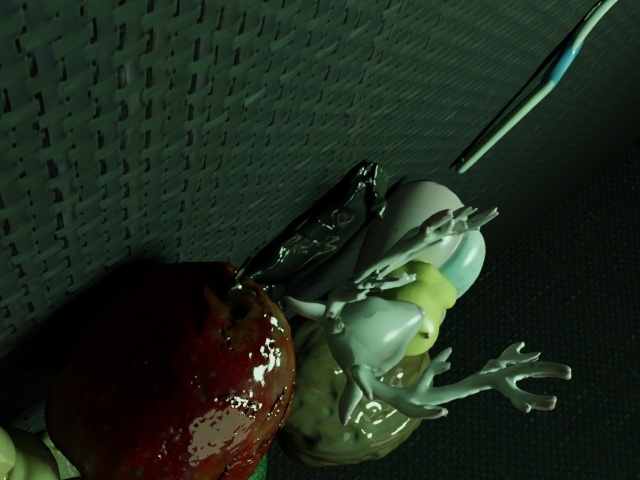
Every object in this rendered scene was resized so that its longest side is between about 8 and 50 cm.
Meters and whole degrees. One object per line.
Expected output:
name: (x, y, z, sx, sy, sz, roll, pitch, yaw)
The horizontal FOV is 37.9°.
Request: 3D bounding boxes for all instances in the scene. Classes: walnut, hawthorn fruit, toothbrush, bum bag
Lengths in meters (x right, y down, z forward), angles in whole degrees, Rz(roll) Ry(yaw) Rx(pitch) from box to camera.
walnut: (0.041, 0.206, 1.353, 0.273, 0.273, 0.227, -40, -161, -7)
hawthorn fruit: (-0.092, 0.094, 0.689, 0.235, 0.181, 0.181, -50, 165, 29)
toothbrush: (0.287, -0.213, 1.141, 0.386, 0.040, 0.040, -46, 168, 34)
bum bag: (0.000, 0.000, 0.935, 0.198, 0.049, 0.087, -41, 163, -2)

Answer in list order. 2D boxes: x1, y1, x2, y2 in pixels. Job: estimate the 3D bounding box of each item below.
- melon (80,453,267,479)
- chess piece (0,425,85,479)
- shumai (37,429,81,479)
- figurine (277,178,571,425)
melon: (-0.174, 0.277, 1.044, 0.288, 0.182, 0.182, -38, 167, -14)
chess piece: (-0.197, 0.235, 0.741, 0.117, 0.117, 0.397, -40, 139, -7)
shumai: (-0.276, 0.253, 0.862, 0.116, 0.145, 0.145, -18, 165, -4)
figurine: (0.099, 0.052, 0.974, 0.284, 0.206, 0.315, -26, -162, 30)
